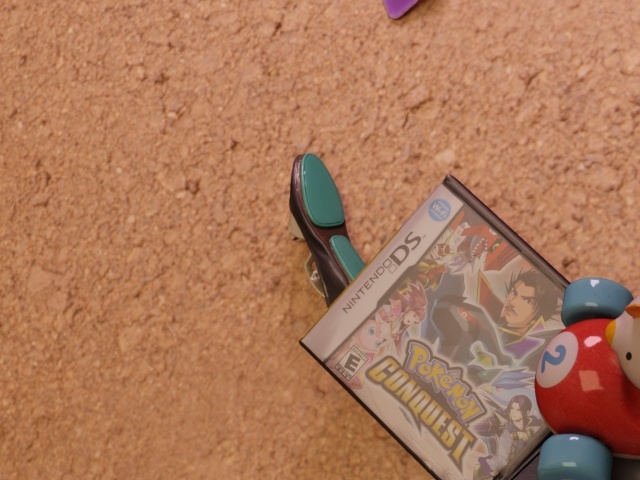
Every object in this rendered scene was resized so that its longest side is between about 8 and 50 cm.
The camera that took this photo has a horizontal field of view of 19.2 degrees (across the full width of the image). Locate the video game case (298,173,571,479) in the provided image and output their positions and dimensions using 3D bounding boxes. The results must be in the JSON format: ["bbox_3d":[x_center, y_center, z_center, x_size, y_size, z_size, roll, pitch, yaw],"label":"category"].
[{"bbox_3d":[0.152,0.109,2.015,0.275,0.035,0.248,44,97,20],"label":"video game case"}]

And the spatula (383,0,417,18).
[{"bbox_3d":[0.188,-0.360,2.175,0.296,0.030,0.084,-29,61,18],"label":"spatula"}]

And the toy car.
[{"bbox_3d":[0.311,0.107,1.795,0.210,0.238,0.219,8,59,9],"label":"toy car"}]

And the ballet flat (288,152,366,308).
[{"bbox_3d":[0.000,0.000,2.141,0.074,0.074,0.203,-30,69,17],"label":"ballet flat"}]

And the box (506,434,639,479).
[{"bbox_3d":[0.291,0.301,1.894,0.183,0.059,0.232,-44,60,8],"label":"box"}]
